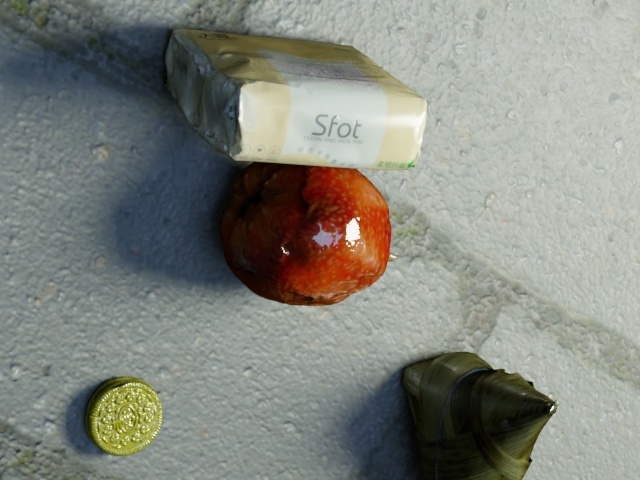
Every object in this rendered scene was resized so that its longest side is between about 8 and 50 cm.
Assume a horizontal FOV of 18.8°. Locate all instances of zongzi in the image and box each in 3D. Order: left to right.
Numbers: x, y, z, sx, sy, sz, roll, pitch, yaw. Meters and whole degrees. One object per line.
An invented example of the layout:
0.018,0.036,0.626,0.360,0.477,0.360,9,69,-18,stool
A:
0.199,0.245,2.105,0.112,0.242,0.221,-19,108,-29,zongzi

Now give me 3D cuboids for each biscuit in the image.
-0.203,0.182,2.004,0.084,0.023,0.084,-7,106,-26,biscuit

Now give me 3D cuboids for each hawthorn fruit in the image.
-0.013,-0.004,1.975,0.173,0.173,0.179,-44,143,-11,hawthorn fruit

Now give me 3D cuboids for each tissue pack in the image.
-0.028,-0.141,1.921,0.222,0.186,0.090,4,113,-29,tissue pack
